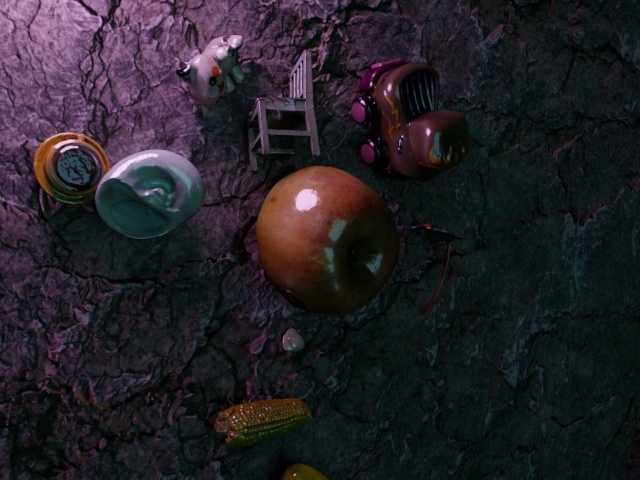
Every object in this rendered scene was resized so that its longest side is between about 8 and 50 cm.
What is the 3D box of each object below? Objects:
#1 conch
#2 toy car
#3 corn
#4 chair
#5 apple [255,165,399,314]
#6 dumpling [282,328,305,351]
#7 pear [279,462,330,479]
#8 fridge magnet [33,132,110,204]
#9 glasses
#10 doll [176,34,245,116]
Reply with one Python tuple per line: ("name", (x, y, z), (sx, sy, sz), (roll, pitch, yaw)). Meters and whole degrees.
("conch", (-0.353, -0.095, 1.142), (0.220, 0.121, 0.185), (-2, 92, -28))
("toy car", (0.258, -0.325, 1.483), (0.271, 0.240, 0.341), (-27, 109, -33))
("corn", (-0.137, 0.434, 1.322), (0.261, 0.097, 0.097), (2, 90, -37))
("chair", (-0.097, -0.302, 1.293), (0.147, 0.136, 0.271), (-2, 80, -21))
("apple", (0.000, 0.000, 1.288), (0.338, 0.304, 0.339), (-14, 111, -41))
("dumpling", (-0.069, 0.253, 1.396), (0.077, 0.043, 0.060), (-6, 72, -31))
("pear", (-0.028, 0.655, 1.345), (0.187, 0.187, 0.220), (-27, 113, -31))
("fridge magnet", (-0.487, -0.142, 1.084), (0.142, 0.063, 0.143), (1, 88, -37))
("glasses", (0.289, 0.085, 1.590), (0.234, 0.118, 0.269), (10, 86, -36))
("doll", (-0.242, -0.376, 1.220), (0.095, 0.149, 0.192), (26, 62, 10))
